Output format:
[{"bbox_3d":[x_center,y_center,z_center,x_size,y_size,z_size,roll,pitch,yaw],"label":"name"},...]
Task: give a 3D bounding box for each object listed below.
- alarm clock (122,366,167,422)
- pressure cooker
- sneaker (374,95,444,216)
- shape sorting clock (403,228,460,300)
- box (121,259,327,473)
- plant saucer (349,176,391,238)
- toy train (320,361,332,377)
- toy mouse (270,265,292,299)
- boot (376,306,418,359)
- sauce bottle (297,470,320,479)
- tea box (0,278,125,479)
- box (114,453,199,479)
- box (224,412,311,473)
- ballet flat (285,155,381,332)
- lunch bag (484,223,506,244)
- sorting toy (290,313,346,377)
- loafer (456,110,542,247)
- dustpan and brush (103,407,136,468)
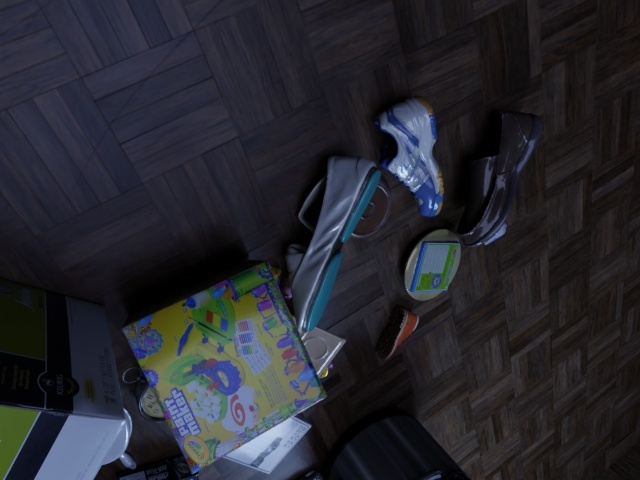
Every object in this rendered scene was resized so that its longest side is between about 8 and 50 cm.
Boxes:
[{"bbox_3d":[-0.343,0.315,1.039,0.129,0.064,0.192,-47,130,-2],"label":"alarm clock"},{"bbox_3d":[0.255,0.750,1.381,0.370,0.420,0.375,34,95,-38],"label":"pressure cooker"},{"bbox_3d":[0.199,-0.176,1.107,0.131,0.112,0.296,-19,121,-1],"label":"sneaker"},{"bbox_3d":[0.302,0.066,1.308,0.206,0.040,0.206,-12,115,-27],"label":"shape sorting clock"},{"bbox_3d":[-0.187,0.225,0.946,0.279,0.177,0.290,-24,96,-17],"label":"box"},{"bbox_3d":[0.102,-0.076,1.130,0.168,0.029,0.168,-12,118,-24],"label":"plant saucer"},{"bbox_3d":[-0.042,0.321,1.234,0.125,0.046,0.166,22,109,-16],"label":"toy train"},{"bbox_3d":[-0.100,0.124,1.108,0.161,0.031,0.143,-19,121,-22],"label":"toy mouse"},{"bbox_3d":[0.219,0.266,1.350,0.084,0.059,0.158,19,102,-40],"label":"boot"},{"bbox_3d":[-0.059,0.726,1.422,0.128,0.042,0.042,-28,124,-15],"label":"sauce bottle"},{"bbox_3d":[-0.512,0.223,0.730,0.323,0.329,0.220,27,99,-35],"label":"tea box"},{"bbox_3d":[-0.387,0.606,1.149,0.180,0.077,0.147,-5,116,-28],"label":"box"},{"bbox_3d":[-0.167,0.440,1.167,0.169,0.087,0.290,-47,134,-6],"label":"box"},{"bbox_3d":[0.000,0.000,1.054,0.139,0.139,0.400,16,102,-35],"label":"ballet flat"},{"bbox_3d":[0.474,-0.041,1.350,0.083,0.053,0.071,-30,123,-3],"label":"lunch bag"},{"bbox_3d":[-0.070,0.270,1.165,0.208,0.038,0.193,27,107,-23],"label":"sorting toy"},{"bbox_3d":[0.421,-0.163,1.229,0.130,0.134,0.366,21,92,-12],"label":"loafer"},{"bbox_3d":[-0.457,0.448,1.052,0.147,0.060,0.211,-30,118,-13],"label":"dustpan and brush"}]
